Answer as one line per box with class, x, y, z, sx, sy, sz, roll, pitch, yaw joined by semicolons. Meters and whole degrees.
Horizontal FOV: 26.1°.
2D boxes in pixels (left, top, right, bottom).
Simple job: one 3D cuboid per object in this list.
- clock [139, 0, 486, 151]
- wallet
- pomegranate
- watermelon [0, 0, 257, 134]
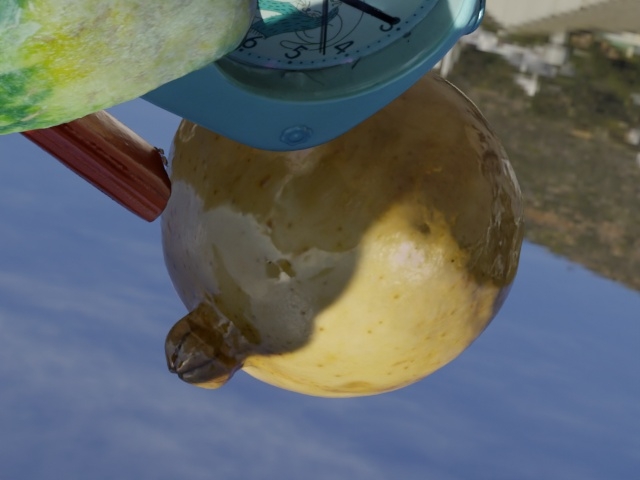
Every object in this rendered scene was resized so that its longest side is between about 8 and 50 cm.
clock;-0.001;-0.177;0.918;0.223;0.274;0.094;23;-139;-48
wallet;-0.218;-0.103;1.152;0.204;0.045;0.142;37;-169;-24
pomegranate;0.000;0.000;1.389;0.410;0.410;0.410;9;-163;-3
watermelon;-0.149;-0.187;0.519;0.224;0.305;0.180;-17;-149;-3
